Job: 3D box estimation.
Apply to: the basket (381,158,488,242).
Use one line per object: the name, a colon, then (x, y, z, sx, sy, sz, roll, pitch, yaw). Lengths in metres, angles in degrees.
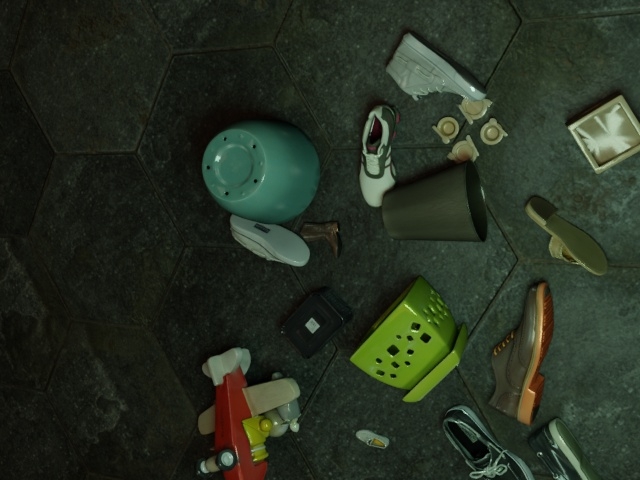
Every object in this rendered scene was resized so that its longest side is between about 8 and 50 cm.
basket: (0.280, -0.078, 1.678, 0.227, 0.154, 0.204, -10, 94, 29)

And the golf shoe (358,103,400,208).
golf shoe: (0.137, -0.212, 1.732, 0.105, 0.120, 0.273, 7, 104, 21)

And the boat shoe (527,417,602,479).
boat shoe: (0.627, 0.613, 1.661, 0.113, 0.127, 0.340, -35, 83, 27)

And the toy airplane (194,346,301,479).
toy airplane: (-0.215, 0.500, 1.978, 0.386, 0.272, 0.384, 34, 105, 54)

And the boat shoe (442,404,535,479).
boat shoe: (0.434, 0.567, 1.750, 0.113, 0.105, 0.306, -40, 82, 25)

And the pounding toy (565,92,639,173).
pounding toy: (0.681, -0.221, 1.502, 0.181, 0.094, 0.206, -32, 95, 21)

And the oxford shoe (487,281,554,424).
oxford shoe: (0.487, 0.271, 1.662, 0.132, 0.130, 0.364, 13, 104, 30)

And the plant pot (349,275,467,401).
plant pot: (0.240, 0.259, 1.721, 0.207, 0.228, 0.227, 42, 113, 5)

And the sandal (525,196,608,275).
sandal: (0.574, 0.004, 1.612, 0.240, 0.088, 0.079, 48, 146, 16)

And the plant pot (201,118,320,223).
plant pot: (-0.177, -0.190, 1.789, 0.293, 0.235, 0.293, 0, 90, 21)

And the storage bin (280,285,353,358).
storage bin: (-0.010, 0.231, 1.901, 0.122, 0.084, 0.180, 46, 115, 10)

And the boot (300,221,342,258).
boot: (0.000, 0.000, 1.878, 0.114, 0.037, 0.106, -4, 85, 22)

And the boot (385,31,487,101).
boot: (0.278, -0.390, 1.658, 0.258, 0.095, 0.123, 45, 120, 20)

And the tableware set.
tableware set: (0.367, -0.273, 1.669, 0.168, 0.020, 0.141, -40, 83, 25)

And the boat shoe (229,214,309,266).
boat shoe: (-0.148, 0.012, 1.921, 0.267, 0.096, 0.088, 25, 138, 17)

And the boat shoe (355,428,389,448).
boat shoe: (0.145, 0.567, 1.921, 0.100, 0.035, 0.035, 15, 106, 21)
